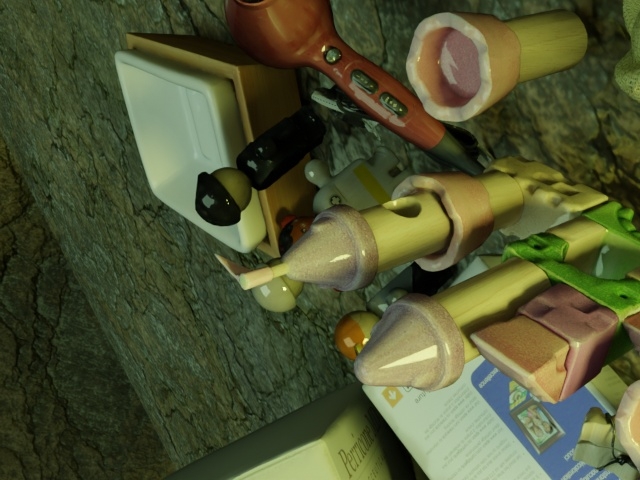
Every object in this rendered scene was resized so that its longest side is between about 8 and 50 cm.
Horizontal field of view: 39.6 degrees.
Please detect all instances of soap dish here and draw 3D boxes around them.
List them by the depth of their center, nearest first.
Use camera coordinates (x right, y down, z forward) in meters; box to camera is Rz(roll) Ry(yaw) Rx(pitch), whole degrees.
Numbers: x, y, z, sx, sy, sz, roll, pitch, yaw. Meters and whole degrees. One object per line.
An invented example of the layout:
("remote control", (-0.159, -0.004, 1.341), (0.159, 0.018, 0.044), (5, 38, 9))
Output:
("soap dish", (-0.123, -0.127, 1.057), (0.291, 0.118, 0.229), (28, 136, 51))

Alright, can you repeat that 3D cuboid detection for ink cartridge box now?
("ink cartridge box", (0.201, 0.200, 0.716), (0.175, 0.069, 0.371), (-52, 59, 26))

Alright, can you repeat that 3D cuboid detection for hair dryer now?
("hair dryer", (0.027, -0.140, 0.678), (0.224, 0.293, 0.080), (32, 95, 43))

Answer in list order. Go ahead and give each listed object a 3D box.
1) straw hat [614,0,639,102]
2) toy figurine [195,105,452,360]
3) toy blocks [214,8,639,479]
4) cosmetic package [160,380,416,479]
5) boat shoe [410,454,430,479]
("straw hat", (0.136, -0.070, 0.307), (0.144, 0.061, 0.144), (5, -90, -83))
("toy figurine", (0.000, 0.000, 0.854), (0.209, 0.148, 0.213), (34, 158, 45))
("toy blocks", (0.126, 0.055, 0.519), (0.288, 0.260, 0.309), (35, 132, 37))
("cosmetic package", (-0.023, 0.420, 0.978), (0.393, 0.327, 0.329), (63, -169, 4))
("boat shoe", (0.157, 0.262, 0.886), (0.095, 0.112, 0.335), (4, 113, 66))
